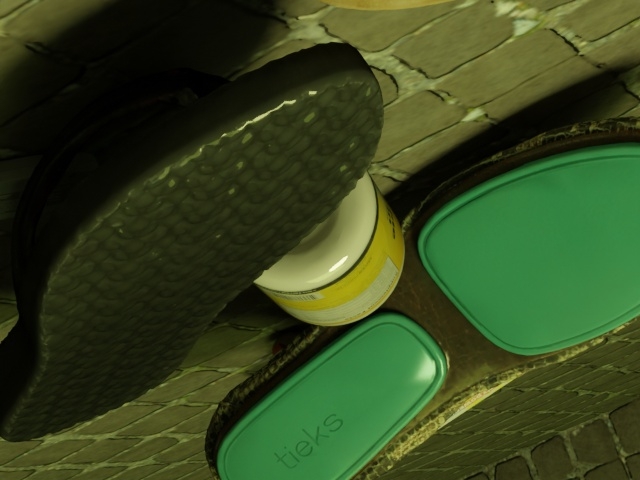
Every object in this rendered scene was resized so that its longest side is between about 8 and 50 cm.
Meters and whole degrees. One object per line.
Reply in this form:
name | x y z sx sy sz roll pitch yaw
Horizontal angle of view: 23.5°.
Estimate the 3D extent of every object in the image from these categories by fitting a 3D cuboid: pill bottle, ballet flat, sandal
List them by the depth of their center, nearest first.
sandal | -0.114 -0.002 0.864 0.167 0.107 0.446 -17 164 -33
pill bottle | 0.000 0.000 1.019 0.103 0.103 0.184 -23 164 6
ballet flat | 0.105 0.042 1.175 0.483 0.164 0.182 -39 -173 26

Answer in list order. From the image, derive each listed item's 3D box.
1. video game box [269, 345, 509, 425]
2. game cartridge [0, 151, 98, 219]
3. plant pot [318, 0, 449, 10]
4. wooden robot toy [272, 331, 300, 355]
video game box | 0.085 0.103 1.372 0.205 0.048 0.187 -34 137 6
game cartridge | -0.171 -0.030 0.877 0.083 0.017 0.056 -11 164 -29
plant pot | 0.086 -0.179 0.688 0.236 0.032 0.236 -19 164 -6
wooden robot toy | -0.007 0.111 1.425 0.173 0.076 0.079 -32 149 31
